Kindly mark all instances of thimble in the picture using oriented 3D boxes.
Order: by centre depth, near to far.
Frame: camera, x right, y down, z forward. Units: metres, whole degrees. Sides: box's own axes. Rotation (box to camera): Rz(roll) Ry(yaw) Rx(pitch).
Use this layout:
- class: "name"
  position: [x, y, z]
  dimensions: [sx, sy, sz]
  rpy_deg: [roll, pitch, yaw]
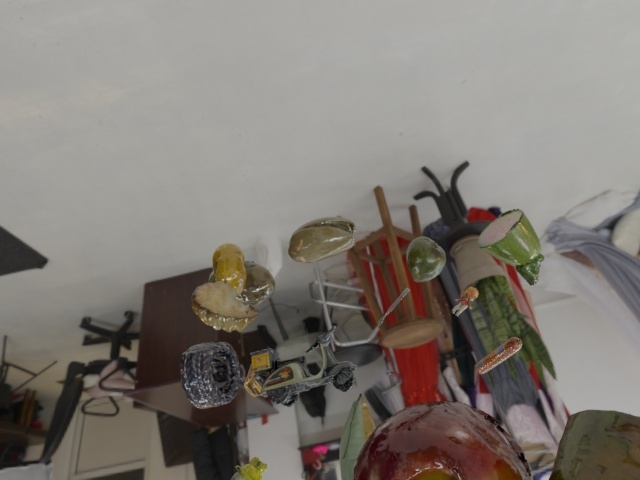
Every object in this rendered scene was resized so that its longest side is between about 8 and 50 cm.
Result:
- class: "thimble"
  position: [-0.183, 0.224, 0.703]
  dimensions: [0.066, 0.104, 0.095]
  rpy_deg: [-17, -176, 22]

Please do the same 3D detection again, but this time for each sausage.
- class: "sausage"
  position: [0.702, 0.463, 1.661]
  dimensions: [0.054, 0.053, 0.347]
  rpy_deg: [-2, 145, -12]

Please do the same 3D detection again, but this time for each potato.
- class: "potato"
  position: [-0.287, 0.153, 1.541]
  dimensions: [0.263, 0.164, 0.165]
  rpy_deg: [2, 150, 18]

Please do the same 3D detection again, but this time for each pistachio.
- class: "pistachio"
  position: [0.000, 0.000, 1.233]
  dimensions: [0.226, 0.135, 0.136]
  rpy_deg: [-17, 147, 26]

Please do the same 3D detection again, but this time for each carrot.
- class: "carrot"
  position: [0.546, 0.417, 0.723]
  dimensions: [0.340, 0.242, 0.241]
  rpy_deg: [-47, 160, -29]

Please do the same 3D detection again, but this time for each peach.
- class: "peach"
  position: [0.263, 0.521, 0.862]
  dimensions: [0.354, 0.338, 0.416]
  rpy_deg: [-28, 147, 4]
- class: "peach"
  position: [-0.296, 0.099, 1.359]
  dimensions: [0.103, 0.179, 0.179]
  rpy_deg: [-5, 146, -16]

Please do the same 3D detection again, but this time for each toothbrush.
- class: "toothbrush"
  position: [0.277, 0.256, 1.598]
  dimensions: [0.014, 0.017, 0.194]
  rpy_deg: [31, 110, -10]

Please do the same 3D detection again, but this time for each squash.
- class: "squash"
  position: [0.384, 0.019, 0.792]
  dimensions: [0.132, 0.105, 0.105]
  rpy_deg: [44, 130, -3]

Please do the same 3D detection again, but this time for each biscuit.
- class: "biscuit"
  position: [-0.226, 0.150, 0.926]
  dimensions: [0.118, 0.183, 0.061]
  rpy_deg: [-2, 113, -35]

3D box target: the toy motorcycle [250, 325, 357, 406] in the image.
- class: "toy motorcycle"
  position: [-0.039, 0.323, 1.050]
  dimensions: [0.264, 0.157, 0.091]
  rpy_deg: [-18, 149, 9]

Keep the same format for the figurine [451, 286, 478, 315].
- class: "figurine"
  position: [0.464, 0.195, 1.338]
  dimensions: [0.109, 0.064, 0.047]
  rpy_deg: [-46, 133, -10]

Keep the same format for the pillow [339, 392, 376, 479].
- class: "pillow"
  position: [0.119, 0.667, 1.241]
  dimensions: [0.120, 0.312, 0.309]
  rpy_deg: [-2, 138, -1]

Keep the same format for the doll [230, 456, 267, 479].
- class: "doll"
  position: [-0.224, 0.681, 1.076]
  dimensions: [0.099, 0.241, 0.135]
  rpy_deg: [35, 156, 3]

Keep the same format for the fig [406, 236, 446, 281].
- class: "fig"
  position: [0.503, 0.104, 2.053]
  dimensions: [0.203, 0.202, 0.225]
  rpy_deg: [12, 120, -30]

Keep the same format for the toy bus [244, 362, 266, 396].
- class: "toy bus"
  position: [-0.190, 0.427, 1.298]
  dimensions: [0.074, 0.162, 0.069]
  rpy_deg: [-35, 101, 7]
